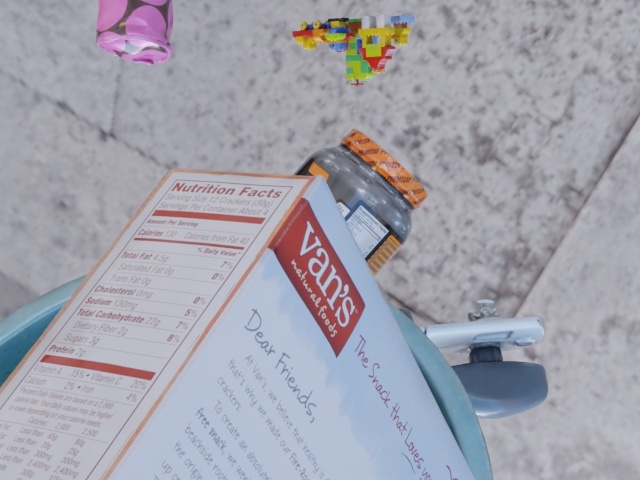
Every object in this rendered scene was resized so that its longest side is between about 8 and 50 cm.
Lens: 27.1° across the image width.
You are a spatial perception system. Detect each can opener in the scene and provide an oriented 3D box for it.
[{"bbox_3d":[0.055,0.099,1.095,0.280,0.093,0.074,-1,156,-8],"label":"can opener"}]

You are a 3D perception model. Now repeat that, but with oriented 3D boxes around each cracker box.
[{"bbox_3d":[-0.047,0.112,0.390,0.067,0.232,0.156,5,137,36],"label":"cracker box"}]

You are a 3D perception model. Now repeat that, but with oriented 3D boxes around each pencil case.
[{"bbox_3d":[-0.191,-0.290,1.424,0.095,0.209,0.098,4,163,-2],"label":"pencil case"}]

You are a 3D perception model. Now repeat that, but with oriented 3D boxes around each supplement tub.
[{"bbox_3d":[0.000,0.000,1.181,0.117,0.190,0.117,42,179,1],"label":"supplement tub"}]

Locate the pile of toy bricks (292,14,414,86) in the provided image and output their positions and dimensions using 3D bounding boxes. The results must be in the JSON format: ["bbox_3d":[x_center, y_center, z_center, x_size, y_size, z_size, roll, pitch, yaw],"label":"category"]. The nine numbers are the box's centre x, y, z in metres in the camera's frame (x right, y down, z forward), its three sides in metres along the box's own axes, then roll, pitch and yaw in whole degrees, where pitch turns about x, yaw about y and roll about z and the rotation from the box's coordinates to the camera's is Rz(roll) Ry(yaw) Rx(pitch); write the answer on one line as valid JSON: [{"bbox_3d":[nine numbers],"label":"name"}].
[{"bbox_3d":[0.060,-0.291,2.056,0.212,0.118,0.105,6,100,47],"label":"pile of toy bricks"}]

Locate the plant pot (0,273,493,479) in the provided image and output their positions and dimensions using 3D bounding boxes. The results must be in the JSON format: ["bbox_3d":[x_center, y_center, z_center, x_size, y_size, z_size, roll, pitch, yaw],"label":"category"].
[{"bbox_3d":[-0.045,0.237,0.777,0.341,0.341,0.334,16,151,27],"label":"plant pot"}]
